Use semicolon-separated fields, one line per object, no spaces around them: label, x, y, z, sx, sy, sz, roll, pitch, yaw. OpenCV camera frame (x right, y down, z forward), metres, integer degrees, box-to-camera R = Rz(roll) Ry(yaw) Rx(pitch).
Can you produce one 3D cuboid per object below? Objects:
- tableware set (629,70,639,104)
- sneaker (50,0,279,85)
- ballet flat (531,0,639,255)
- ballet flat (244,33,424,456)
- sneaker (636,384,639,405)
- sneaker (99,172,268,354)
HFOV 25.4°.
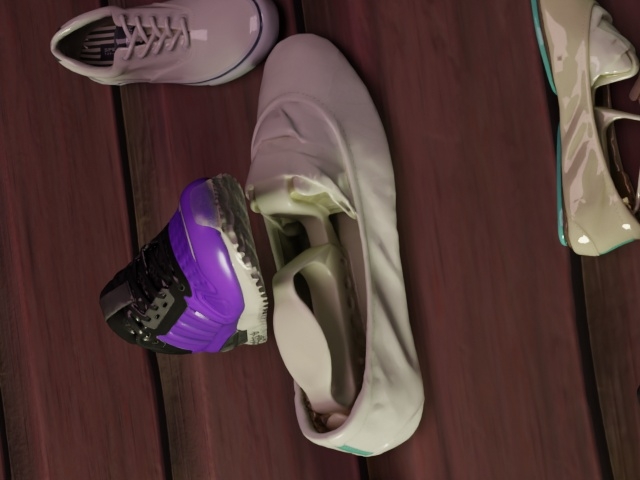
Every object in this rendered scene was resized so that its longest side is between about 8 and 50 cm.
tableware set;0.312;-0.109;1.094;0.168;0.020;0.141;60;139;25
sneaker;-0.160;-0.195;1.411;0.258;0.091;0.094;-8;88;36
ballet flat;0.226;-0.112;1.152;0.086;0.086;0.248;-4;96;36
ballet flat;0.000;0.000;1.286;0.139;0.139;0.400;-15;84;35
sneaker;0.361;0.099;1.052;0.267;0.101;0.106;6;94;35
sneaker;-0.127;0.042;1.270;0.146;0.293;0.102;-11;67;-5
